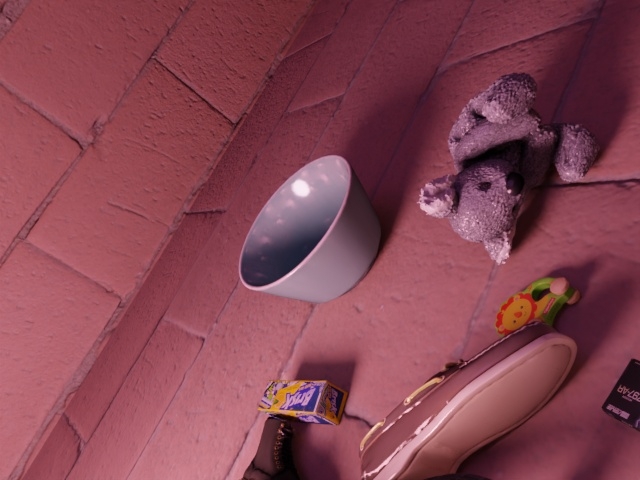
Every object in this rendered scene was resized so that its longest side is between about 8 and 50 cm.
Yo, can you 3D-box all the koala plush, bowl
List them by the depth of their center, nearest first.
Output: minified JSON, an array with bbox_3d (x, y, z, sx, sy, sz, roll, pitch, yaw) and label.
[{"bbox_3d":[0.255,-0.088,0.856,0.203,0.196,0.221,-19,42,64],"label":"koala plush"},{"bbox_3d":[0.000,0.000,1.143,0.312,0.163,0.311,-37,31,28],"label":"bowl"}]

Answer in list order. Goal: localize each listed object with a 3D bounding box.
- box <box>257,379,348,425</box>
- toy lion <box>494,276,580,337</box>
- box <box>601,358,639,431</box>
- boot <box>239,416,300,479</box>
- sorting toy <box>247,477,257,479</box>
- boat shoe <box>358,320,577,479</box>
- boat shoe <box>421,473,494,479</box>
[{"bbox_3d":[-0.033,0.277,0.990,0.169,0.054,0.059,-17,45,49],"label":"box"},{"bbox_3d":[0.279,0.092,0.764,0.100,0.034,0.096,-56,21,-7],"label":"toy lion"},{"bbox_3d":[0.343,0.167,0.589,0.067,0.018,0.083,-55,28,-5],"label":"box"},{"bbox_3d":[-0.058,0.349,0.918,0.198,0.077,0.136,-14,48,49],"label":"boot"},{"bbox_3d":[-0.098,0.442,0.765,0.229,0.041,0.307,-116,37,-61],"label":"sorting toy"},{"bbox_3d":[0.166,0.207,0.712,0.324,0.117,0.096,-50,31,17],"label":"boat shoe"},{"bbox_3d":[0.090,0.316,0.586,0.320,0.118,0.103,-39,71,47],"label":"boat shoe"}]
